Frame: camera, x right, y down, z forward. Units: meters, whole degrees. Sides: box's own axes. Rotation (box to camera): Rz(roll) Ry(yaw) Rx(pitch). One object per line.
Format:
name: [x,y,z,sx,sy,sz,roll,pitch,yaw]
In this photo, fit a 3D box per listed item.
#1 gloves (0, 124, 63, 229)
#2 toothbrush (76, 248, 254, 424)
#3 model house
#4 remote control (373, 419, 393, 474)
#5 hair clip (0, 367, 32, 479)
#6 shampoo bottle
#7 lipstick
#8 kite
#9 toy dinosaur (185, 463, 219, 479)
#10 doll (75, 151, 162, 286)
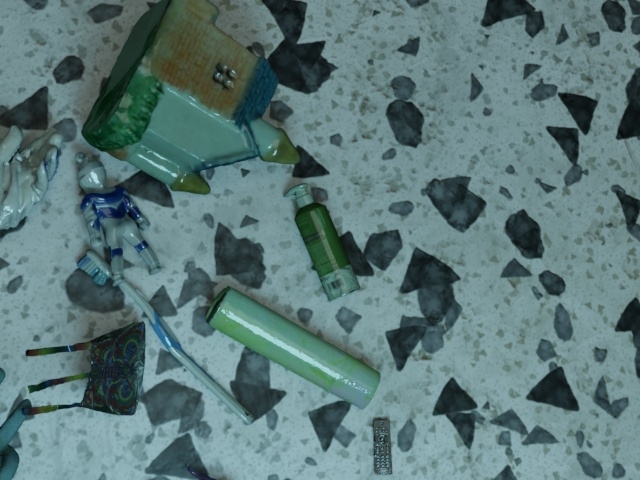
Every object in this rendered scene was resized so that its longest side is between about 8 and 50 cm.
gloves: [-0.488,-0.093,1.620,0.229,0.097,0.119,-46,104,-15]
toothbrush: [-0.242,0.156,1.670,0.386,0.040,0.040,44,73,-3]
model house: [-0.183,-0.203,1.699,0.325,0.194,0.267,30,71,-22]
remote control: [0.103,0.348,1.741,0.034,0.016,0.091,-2,80,1]
hair clip: [-0.569,0.236,1.385,0.238,0.392,0.318,-32,105,17]
shampoo bottle: [0.000,0.000,1.754,0.065,0.065,0.204,-22,86,-18]
lipstick: [-0.045,0.174,1.702,0.304,0.076,0.076,29,74,-8]
kite: [-0.347,0.198,1.537,0.015,0.285,0.152,7,91,25]
toy dinosaur: [-0.136,0.411,1.632,0.197,0.080,0.045,40,76,-5]
doll: [-0.337,-0.042,1.672,0.114,0.057,0.227,-19,84,-43]
